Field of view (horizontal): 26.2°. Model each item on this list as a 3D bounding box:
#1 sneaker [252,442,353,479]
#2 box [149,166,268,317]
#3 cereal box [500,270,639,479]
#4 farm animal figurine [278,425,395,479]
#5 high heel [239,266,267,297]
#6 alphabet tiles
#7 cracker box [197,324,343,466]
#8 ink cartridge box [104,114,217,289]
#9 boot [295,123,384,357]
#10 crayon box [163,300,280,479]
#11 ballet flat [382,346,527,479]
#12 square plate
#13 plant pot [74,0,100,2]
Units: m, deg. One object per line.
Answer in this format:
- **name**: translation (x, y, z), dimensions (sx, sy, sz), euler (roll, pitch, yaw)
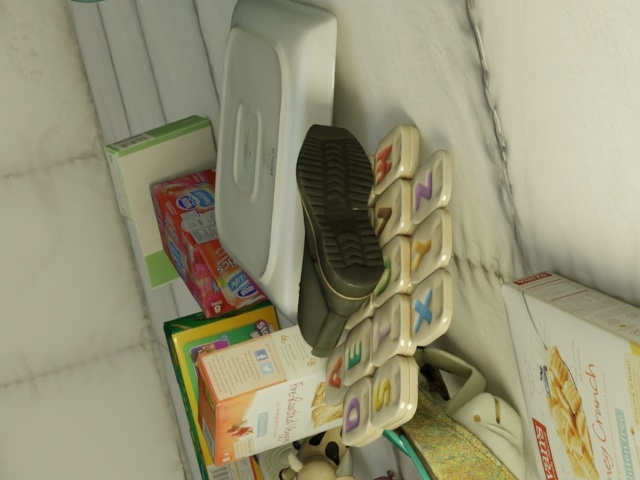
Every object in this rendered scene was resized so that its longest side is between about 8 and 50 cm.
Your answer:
- **sneaker**: translation (-0.028, 0.308, 1.949), dimensions (0.350, 0.131, 0.148), euler (-120, 13, -60)
- **box**: translation (-0.156, -0.003, 2.051), dimensions (0.257, 0.128, 0.123), euler (-133, 30, -59)
- **cereal box**: translation (0.211, 0.128, 0.989), dimensions (0.240, 0.047, 0.173), euler (-153, 49, -70)
- **farm animal figurine**: translation (0.006, 0.356, 1.554), dimensions (0.330, 0.326, 0.172), euler (62, 147, 16)
- **high heel**: translation (-0.078, -0.041, 1.842), dimensions (0.117, 0.082, 0.244), euler (174, 88, -74)
- **alphabet tiles**: translation (0.055, 0.041, 1.285), dimensions (0.278, 0.021, 0.284), euler (136, 140, -61)
- **cracker box**: translation (-0.014, 0.152, 1.483), dimensions (0.156, 0.232, 0.067), euler (97, 152, -57)
- **ink cartridge box**: translation (-0.234, -0.062, 2.189), dimensions (0.056, 0.171, 0.235), euler (23, 129, 53)
- **boot**: translation (0.000, 0.000, 1.327), dimensions (0.137, 0.076, 0.198), euler (114, 158, -49)
- **crayon box**: translation (-0.127, 0.241, 2.134), dimensions (0.081, 0.165, 0.279), euler (-157, 53, -71)
- **ballet flat**: translation (0.120, 0.174, 1.260), dimensions (0.348, 0.123, 0.123), euler (-137, 34, -65)
- **square plate**: translation (-0.064, -0.107, 1.578), dimensions (0.344, 0.049, 0.347), euler (-138, 50, -67)
- **plant pot**: translation (-0.379, -0.511, 2.118), dimensions (0.255, 0.271, 0.272), euler (71, 175, -59)
